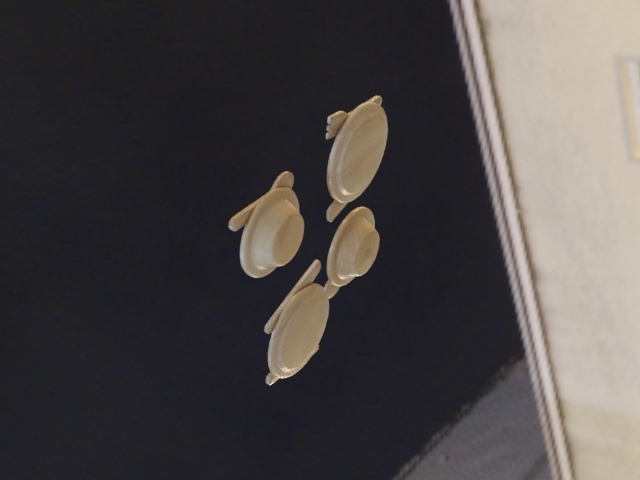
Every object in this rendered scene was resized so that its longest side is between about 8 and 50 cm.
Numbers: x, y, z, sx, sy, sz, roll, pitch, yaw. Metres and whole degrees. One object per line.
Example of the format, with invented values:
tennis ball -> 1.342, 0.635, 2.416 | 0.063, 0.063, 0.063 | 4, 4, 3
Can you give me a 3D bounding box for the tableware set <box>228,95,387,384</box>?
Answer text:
tableware set -> 0.000, 0.000, 0.703 | 0.141, 0.020, 0.168 | -47, -33, -36
